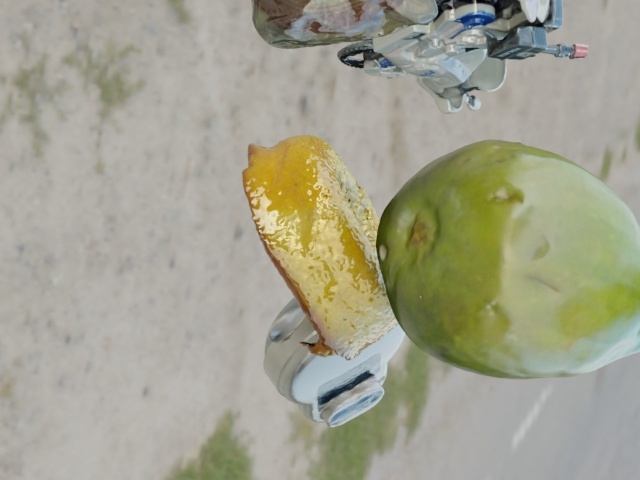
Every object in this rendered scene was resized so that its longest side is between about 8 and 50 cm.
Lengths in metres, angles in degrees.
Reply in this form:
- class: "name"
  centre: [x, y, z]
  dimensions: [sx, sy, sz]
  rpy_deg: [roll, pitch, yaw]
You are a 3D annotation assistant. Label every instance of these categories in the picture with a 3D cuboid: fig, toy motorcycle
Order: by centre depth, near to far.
- class: "toy motorcycle"
  centre: [0.123, -0.175, 1.188]
  dimensions: [0.150, 0.221, 0.102]
  rpy_deg: [6, 77, -30]
- class: "fig"
  centre: [0.216, 0.014, 1.329]
  dimensions: [0.233, 0.314, 0.233]
  rpy_deg: [173, -90, -74]

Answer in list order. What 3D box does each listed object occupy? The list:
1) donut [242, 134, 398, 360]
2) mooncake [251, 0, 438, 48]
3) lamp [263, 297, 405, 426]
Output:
- class: "donut"
  centre: [0.001, 0.002, 1.471]
  dimensions: [0.253, 0.118, 0.253]
  rpy_deg: [54, 13, -19]
- class: "mooncake"
  centre: [0.010, -0.196, 0.961]
  dimensions: [0.073, 0.130, 0.125]
  rpy_deg: [35, 44, -81]
- class: "lamp"
  centre: [0.013, 0.126, 1.690]
  dimensions: [0.179, 0.108, 0.246]
  rpy_deg: [-24, 144, -13]
